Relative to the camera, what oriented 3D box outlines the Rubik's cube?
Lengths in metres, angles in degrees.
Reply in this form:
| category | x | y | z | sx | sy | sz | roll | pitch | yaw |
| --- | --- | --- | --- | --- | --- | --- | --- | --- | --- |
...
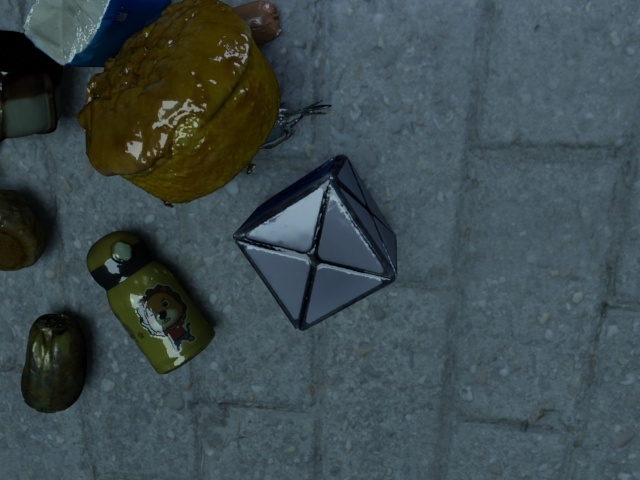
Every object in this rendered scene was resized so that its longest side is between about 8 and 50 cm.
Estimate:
| category | x | y | z | sx | sy | sz | roll | pitch | yaw |
| --- | --- | --- | --- | --- | --- | --- | --- | --- | --- |
| Rubik's cube | 0.000 | 0.000 | 1.194 | 0.259 | 0.260 | 0.255 | -31 | 101 | 18 |

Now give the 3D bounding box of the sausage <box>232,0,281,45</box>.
| category | x | y | z | sx | sy | sz | roll | pitch | yaw |
| --- | --- | --- | --- | --- | --- | --- | --- | --- | --- |
| sausage | -0.222 | -0.432 | 1.168 | 0.288 | 0.086 | 0.086 | -12 | 106 | 10 |

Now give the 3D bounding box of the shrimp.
| category | x | y | z | sx | sy | sz | roll | pitch | yaw |
| --- | --- | --- | --- | --- | --- | --- | --- | --- | --- |
| shrimp | -0.163 | -0.238 | 1.178 | 0.371 | 0.172 | 0.137 | -14 | 139 | 26 |

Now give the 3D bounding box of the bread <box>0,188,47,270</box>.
| category | x | y | z | sx | sy | sz | roll | pitch | yaw |
| --- | --- | --- | --- | --- | --- | --- | --- | --- | --- |
| bread | -0.774 | -0.030 | 1.325 | 0.229 | 0.123 | 0.230 | 0 | 139 | 0 |

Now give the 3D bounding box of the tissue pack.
| category | x | y | z | sx | sy | sz | roll | pitch | yaw |
| --- | --- | --- | --- | --- | --- | --- | --- | --- | --- |
| tissue pack | -0.421 | -0.448 | 1.090 | 0.137 | 0.270 | 0.209 | 37 | 107 | -3 |

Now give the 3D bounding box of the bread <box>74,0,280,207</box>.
| category | x | y | z | sx | sy | sz | roll | pitch | yaw |
| --- | --- | --- | --- | --- | --- | --- | --- | --- | --- |
| bread | -0.262 | -0.266 | 1.025 | 0.398 | 0.398 | 0.215 | -30 | 136 | 15 |

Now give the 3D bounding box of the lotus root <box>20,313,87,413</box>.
| category | x | y | z | sx | sy | sz | roll | pitch | yaw |
| --- | --- | --- | --- | --- | --- | --- | --- | --- | --- |
| lotus root | -0.688 | 0.324 | 1.441 | 0.151 | 0.160 | 0.275 | 9 | 112 | -22 |

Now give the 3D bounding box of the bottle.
| category | x | y | z | sx | sy | sz | roll | pitch | yaw |
| --- | --- | --- | --- | --- | --- | --- | --- | --- | --- |
| bottle | -0.422 | 0.139 | 1.336 | 0.171 | 0.171 | 0.351 | -31 | 102 | 15 |

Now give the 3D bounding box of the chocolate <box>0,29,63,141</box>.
| category | x | y | z | sx | sy | sz | roll | pitch | yaw |
| --- | --- | --- | --- | --- | --- | --- | --- | --- | --- |
| chocolate | -0.693 | -0.318 | 1.186 | 0.283 | 0.284 | 0.186 | 15 | 124 | 2 |
